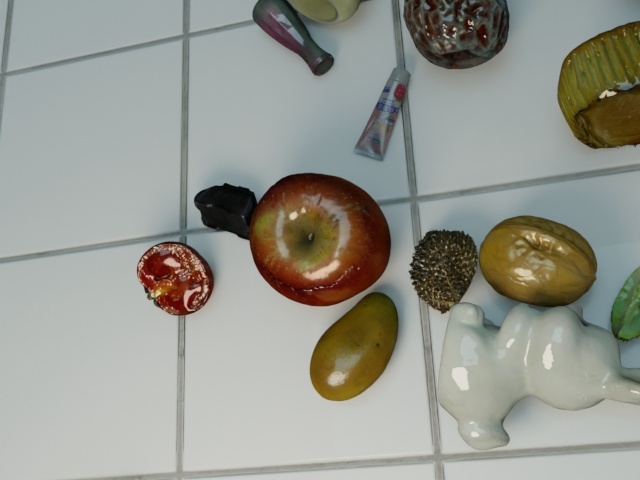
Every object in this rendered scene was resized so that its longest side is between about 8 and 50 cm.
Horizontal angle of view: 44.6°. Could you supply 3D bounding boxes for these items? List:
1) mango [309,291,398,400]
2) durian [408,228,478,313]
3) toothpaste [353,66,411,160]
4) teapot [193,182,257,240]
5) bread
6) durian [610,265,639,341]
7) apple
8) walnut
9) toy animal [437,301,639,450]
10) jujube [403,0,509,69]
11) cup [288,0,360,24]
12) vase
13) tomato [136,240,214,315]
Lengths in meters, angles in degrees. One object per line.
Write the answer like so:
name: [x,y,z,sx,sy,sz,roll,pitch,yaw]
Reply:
mango: [0.068,0.196,1.446,0.136,0.099,0.227,27,72,30]
durian: [0.210,0.040,1.438,0.148,0.091,0.188,-58,24,32]
toothpaste: [0.133,-0.263,1.615,0.067,0.043,0.194,20,84,19]
teapot: [-0.180,-0.074,1.620,0.177,0.087,0.096,17,59,20]
bread: [0.542,-0.269,1.378,0.228,0.253,0.142,-19,70,13]
durian: [0.563,0.086,1.331,0.086,0.100,0.215,31,83,22]
apple: [0.000,0.000,1.475,0.272,0.206,0.251,-2,82,19]
walnut: [0.383,0.037,1.375,0.207,0.159,0.159,20,78,27]
toy animal: [0.382,0.227,1.291,0.368,0.196,0.241,-3,78,17]
jujube: [0.267,-0.498,1.559,0.226,0.226,0.316,-6,72,15]
cup: [-0.007,-0.607,1.667,0.173,0.255,0.202,0,62,63]
vase: [-0.056,-0.450,1.715,0.086,0.086,0.214,-40,70,0]
tomato: [-0.289,0.073,1.597,0.139,0.091,0.159,-38,92,11]
